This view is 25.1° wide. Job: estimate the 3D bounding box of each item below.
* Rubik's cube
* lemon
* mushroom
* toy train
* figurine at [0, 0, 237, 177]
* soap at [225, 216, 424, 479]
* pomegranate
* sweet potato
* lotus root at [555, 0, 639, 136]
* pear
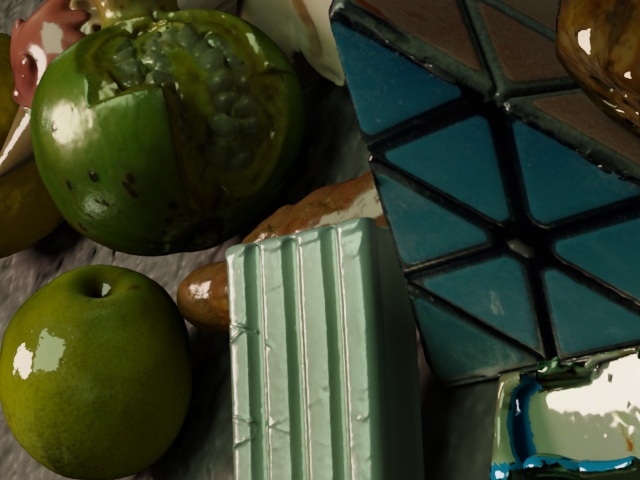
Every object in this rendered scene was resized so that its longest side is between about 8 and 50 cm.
[{"bbox_3d":[0.147,-0.043,0.849,0.228,0.233,0.228,-14,86,4],"label":"Rubik's cube"},{"bbox_3d":[-0.381,-0.103,1.594,0.310,0.253,0.253,7,70,65],"label":"lemon"},{"bbox_3d":[0.041,-0.225,1.207,0.162,0.173,0.236,53,159,20],"label":"mushroom"},{"bbox_3d":[0.175,0.098,0.731,0.188,0.099,0.072,-18,53,48],"label":"toy train"},{"bbox_3d":[-0.185,-0.188,1.375,0.387,0.207,0.166,-38,44,-4],"label":"figurine"},{"bbox_3d":[0.003,0.093,0.943,0.119,0.066,0.198,-12,73,34],"label":"soap"},{"bbox_3d":[-0.143,-0.134,1.221,0.236,0.236,0.301,-22,85,47],"label":"pomegranate"},{"bbox_3d":[0.002,0.011,1.068,0.355,0.095,0.106,-32,42,40],"label":"sweet potato"},{"bbox_3d":[0.252,-0.150,0.730,0.291,0.193,0.193,-43,29,-7],"label":"lotus root"},{"bbox_3d":[-0.185,0.131,1.208,0.180,0.166,0.216,-134,37,-55],"label":"pear"}]
